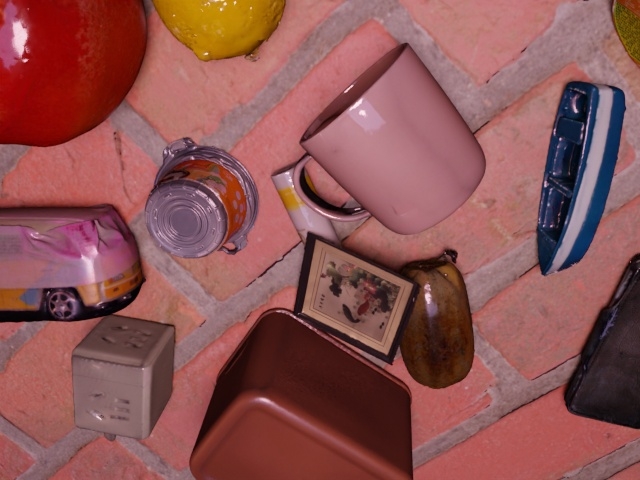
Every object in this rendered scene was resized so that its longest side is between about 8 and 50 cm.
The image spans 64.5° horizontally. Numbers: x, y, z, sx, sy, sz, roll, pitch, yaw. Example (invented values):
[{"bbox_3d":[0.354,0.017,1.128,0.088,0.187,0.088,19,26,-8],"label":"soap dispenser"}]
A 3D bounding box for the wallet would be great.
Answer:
[{"bbox_3d":[0.546,0.179,0.867,0.172,0.045,0.318,13,112,-3],"label":"wallet"}]

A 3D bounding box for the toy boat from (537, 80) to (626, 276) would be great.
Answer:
[{"bbox_3d":[0.379,-0.080,0.754,0.061,0.096,0.299,-1,114,-4],"label":"toy boat"}]

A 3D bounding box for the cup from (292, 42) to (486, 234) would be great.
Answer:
[{"bbox_3d":[0.084,-0.112,0.719,0.253,0.191,0.200,-36,108,25],"label":"cup"}]

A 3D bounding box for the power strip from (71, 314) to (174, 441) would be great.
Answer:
[{"bbox_3d":[-0.357,0.271,0.931,0.140,0.139,0.224,9,112,1],"label":"power strip"}]

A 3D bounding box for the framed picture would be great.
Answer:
[{"bbox_3d":[0.050,0.097,0.821,0.199,0.010,0.195,25,130,16],"label":"framed picture"}]

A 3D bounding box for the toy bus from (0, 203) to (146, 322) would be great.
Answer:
[{"bbox_3d":[-0.495,0.030,0.833,0.386,0.171,0.162,-1,108,5],"label":"toy bus"}]

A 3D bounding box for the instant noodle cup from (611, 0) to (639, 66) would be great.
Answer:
[{"bbox_3d":[0.499,-0.309,0.626,0.185,0.168,0.168,-36,105,9],"label":"instant noodle cup"}]

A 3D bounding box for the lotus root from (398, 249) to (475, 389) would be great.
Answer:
[{"bbox_3d":[0.189,0.141,0.842,0.124,0.123,0.241,-5,108,18],"label":"lotus root"}]

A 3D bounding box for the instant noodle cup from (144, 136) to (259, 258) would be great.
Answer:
[{"bbox_3d":[-0.196,-0.048,0.797,0.177,0.125,0.208,-38,104,18],"label":"instant noodle cup"}]

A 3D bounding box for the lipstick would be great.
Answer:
[{"bbox_3d":[0.000,0.000,0.835,0.059,0.059,0.264,-21,108,13],"label":"lipstick"}]

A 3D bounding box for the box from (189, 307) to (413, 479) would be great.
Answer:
[{"bbox_3d":[-0.024,0.329,0.878,0.339,0.229,0.239,34,111,-8],"label":"box"}]

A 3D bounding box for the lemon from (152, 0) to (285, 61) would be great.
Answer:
[{"bbox_3d":[-0.133,-0.336,0.654,0.173,0.173,0.206,-12,95,10],"label":"lemon"}]

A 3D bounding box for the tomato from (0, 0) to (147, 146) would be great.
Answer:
[{"bbox_3d":[-0.394,-0.284,0.641,0.325,0.293,0.290,41,122,-2],"label":"tomato"}]
